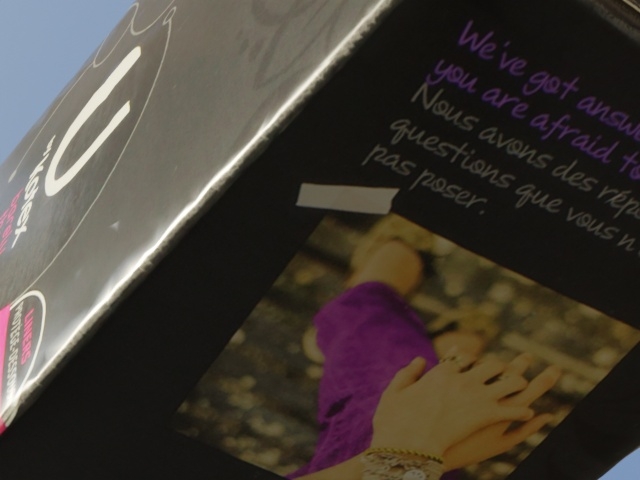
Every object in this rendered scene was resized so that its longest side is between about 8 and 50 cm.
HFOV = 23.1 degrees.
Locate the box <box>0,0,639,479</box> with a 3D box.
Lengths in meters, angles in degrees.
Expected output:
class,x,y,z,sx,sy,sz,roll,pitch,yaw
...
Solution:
class,x,y,z,sx,sy,sz,roll,pitch,yaw
box,0.000,0.000,0.458,0.143,0.165,0.270,32,-59,-23
